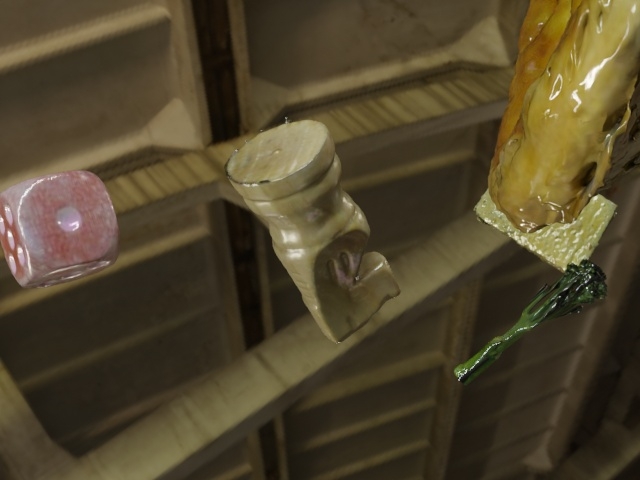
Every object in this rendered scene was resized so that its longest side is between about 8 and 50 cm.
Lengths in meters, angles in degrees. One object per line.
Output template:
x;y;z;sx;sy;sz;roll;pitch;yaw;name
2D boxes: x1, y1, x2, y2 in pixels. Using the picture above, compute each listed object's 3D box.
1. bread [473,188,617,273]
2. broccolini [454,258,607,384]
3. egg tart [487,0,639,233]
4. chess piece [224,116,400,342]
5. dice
0.350;-0.042;1.445;0.138;0.196;0.102;-62;-22;13;bread
0.165;0.067;0.725;0.140;0.030;0.035;-41;-67;4;broccolini
0.196;-0.156;0.562;0.341;0.129;0.341;15;-90;-83;egg tart
0.000;0.000;1.194;0.137;0.137;0.301;-36;-55;-15;chess piece
-0.248;-0.010;0.883;0.093;0.094;0.091;-13;-5;-31;dice
